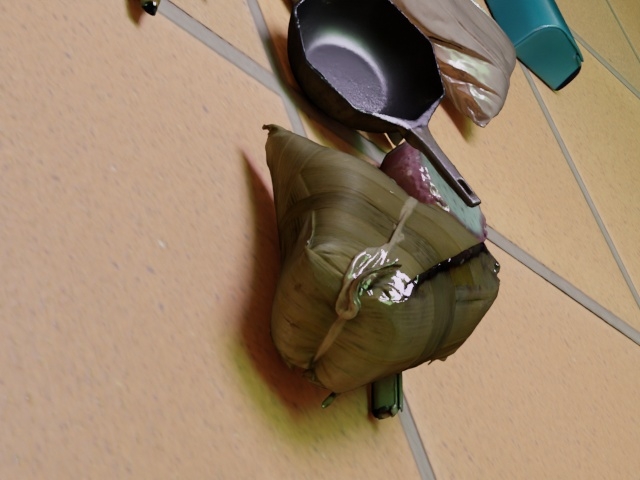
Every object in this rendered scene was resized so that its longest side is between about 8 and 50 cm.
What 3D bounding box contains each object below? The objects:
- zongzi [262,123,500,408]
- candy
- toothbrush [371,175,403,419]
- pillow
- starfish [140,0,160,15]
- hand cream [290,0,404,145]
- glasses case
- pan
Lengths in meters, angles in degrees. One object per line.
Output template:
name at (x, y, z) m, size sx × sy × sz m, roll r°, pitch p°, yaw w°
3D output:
zongzi at (0.000, 0.000, 1.087) m, size 0.197 × 0.099 × 0.194 m, roll 42°, pitch 22°, yaw 14°
candy at (0.086, -0.030, 1.388) m, size 0.103 × 0.043 × 0.103 m, roll 48°, pitch 21°, yaw -25°
toothbrush at (0.044, 0.032, 1.219) m, size 0.294 × 0.026 × 0.028 m, roll -84°, pitch 150°, yaw -62°
pillow at (0.091, -0.220, 1.665) m, size 0.270 × 0.067 × 0.173 m, roll 44°, pitch 27°, yaw -25°
starfish at (-0.134, -0.231, 1.216) m, size 0.217 × 0.050 × 0.223 m, roll 32°, pitch 24°, yaw -30°
hand cream at (0.024, -0.151, 1.444) m, size 0.165 × 0.037 × 0.057 m, roll 57°, pitch -18°, yaw 6°
glasses case at (0.228, -0.323, 2.147) m, size 0.117 × 0.070 × 0.301 m, roll 33°, pitch 28°, yaw -47°
pan at (0.035, -0.102, 1.349) m, size 0.128 × 0.048 × 0.202 m, roll 9°, pitch 51°, yaw -27°
